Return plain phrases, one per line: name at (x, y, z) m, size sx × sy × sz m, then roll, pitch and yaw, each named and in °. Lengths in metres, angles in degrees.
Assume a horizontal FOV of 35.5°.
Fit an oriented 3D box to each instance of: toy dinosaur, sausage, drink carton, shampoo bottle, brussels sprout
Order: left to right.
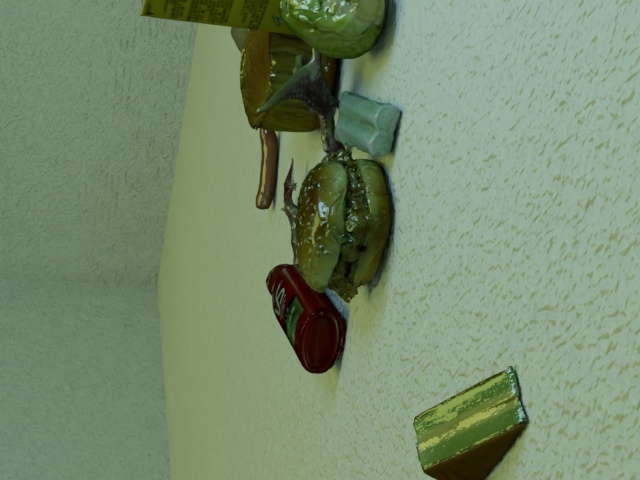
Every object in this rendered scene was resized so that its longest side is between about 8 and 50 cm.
drink carton at (-0.113, -0.436, 1.650) m, size 0.111 × 0.351 × 0.154 m, roll 126°, pitch 145°, yaw -61°
sausage at (-0.116, -0.159, 2.170) m, size 0.043 × 0.043 × 0.186 m, roll -171°, pitch 85°, yaw -75°
toy dinosaur at (-0.053, -0.051, 1.938) m, size 0.108 × 0.032 × 0.220 m, roll -153°, pitch 58°, yaw -70°
shampoo bottle at (-0.033, 0.119, 1.737) m, size 0.314 × 0.076 × 0.118 m, roll -129°, pitch 42°, yaw -68°
toy dinosaur at (-0.022, -0.241, 1.596) m, size 0.251 × 0.072 × 0.199 m, roll 47°, pitch -142°, yaw -61°
brussels sprout at (0.029, -0.349, 1.525) m, size 0.183 × 0.145 × 0.131 m, roll 20°, pitch 79°, yaw 36°

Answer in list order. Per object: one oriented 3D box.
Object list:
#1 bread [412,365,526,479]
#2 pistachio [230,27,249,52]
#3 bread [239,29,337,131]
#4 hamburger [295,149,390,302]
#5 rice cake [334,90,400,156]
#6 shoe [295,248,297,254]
bread at (0.180, 0.203, 1.068) m, size 0.139 × 0.084 × 0.074 m, roll -36°, pitch 43°, yaw 29°
pistachio at (-0.116, -0.428, 2.059) m, size 0.215 × 0.144 × 0.143 m, roll 132°, pitch 140°, yaw -77°
bread at (-0.058, -0.311, 1.823) m, size 0.253 × 0.143 × 0.227 m, roll 172°, pitch 103°, yaw -71°
hamburger at (0.022, -0.032, 1.495) m, size 0.189 × 0.122 × 0.215 m, roll 110°, pitch 160°, yaw -50°
rice cake at (0.066, -0.178, 1.519) m, size 0.226 × 0.040 × 0.085 m, roll -138°, pitch 55°, yaw -71°
shoe at (0.000, 0.000, 1.675) m, size 0.143 × 0.064 × 0.071 m, roll -169°, pitch 82°, yaw -72°
